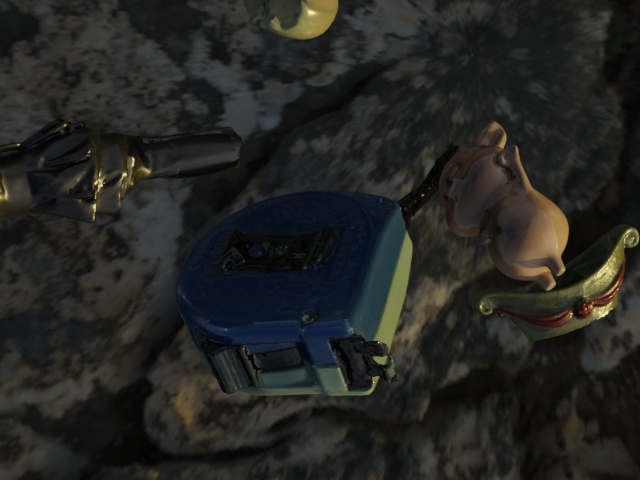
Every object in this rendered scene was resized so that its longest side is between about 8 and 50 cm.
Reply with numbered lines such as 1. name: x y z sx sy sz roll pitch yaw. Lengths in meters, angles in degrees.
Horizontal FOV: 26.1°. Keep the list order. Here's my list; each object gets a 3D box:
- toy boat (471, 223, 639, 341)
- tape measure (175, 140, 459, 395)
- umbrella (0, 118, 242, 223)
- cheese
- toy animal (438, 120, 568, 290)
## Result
1. toy boat: 0.244 0.050 1.391 0.185 0.089 0.071 -24 102 -8
2. tape measure: 0.000 0.000 1.286 0.215 0.351 0.098 -4 126 22
3. umbrella: -0.224 -0.050 1.120 0.340 0.118 0.118 -11 97 -25
4. cheese: -0.031 -0.232 1.263 0.092 0.171 0.048 22 115 -16
5. toy animal: 0.148 -0.022 1.123 0.083 0.089 0.150 -37 57 9
